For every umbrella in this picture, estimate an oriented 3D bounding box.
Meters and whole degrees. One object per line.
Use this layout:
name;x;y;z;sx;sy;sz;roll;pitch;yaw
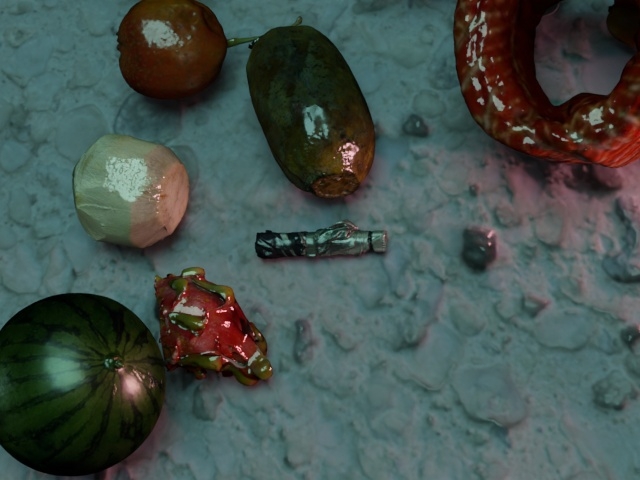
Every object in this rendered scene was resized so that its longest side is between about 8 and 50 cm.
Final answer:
umbrella;0.000;0.000;1.764;0.188;0.046;0.050;-2;108;9

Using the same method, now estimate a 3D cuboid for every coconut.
coconut;-0.282;-0.072;1.789;0.162;0.161;0.161;8;67;16

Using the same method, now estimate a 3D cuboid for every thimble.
thimble;0.358;-0.269;1.674;0.350;0.230;0.350;0;91;22

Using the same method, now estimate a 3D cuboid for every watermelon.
watermelon;-0.322;0.186;1.628;0.242;0.242;0.242;-4;65;8

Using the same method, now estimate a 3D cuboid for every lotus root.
lotus root;-0.013;-0.191;1.799;0.160;0.152;0.275;-17;65;-8

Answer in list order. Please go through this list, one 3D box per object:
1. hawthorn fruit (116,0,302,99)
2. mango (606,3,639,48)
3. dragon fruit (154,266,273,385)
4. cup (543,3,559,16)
hawthorn fruit;-0.165;-0.294;1.893;0.285;0.165;0.165;-2;64;-10
mango;0.545;-0.338;1.794;0.267;0.111;0.133;-19;55;6
dragon fruit;-0.152;0.126;1.696;0.208;0.133;0.150;36;102;6
cup;0.306;-0.418;1.879;0.136;0.099;0.133;13;69;14
